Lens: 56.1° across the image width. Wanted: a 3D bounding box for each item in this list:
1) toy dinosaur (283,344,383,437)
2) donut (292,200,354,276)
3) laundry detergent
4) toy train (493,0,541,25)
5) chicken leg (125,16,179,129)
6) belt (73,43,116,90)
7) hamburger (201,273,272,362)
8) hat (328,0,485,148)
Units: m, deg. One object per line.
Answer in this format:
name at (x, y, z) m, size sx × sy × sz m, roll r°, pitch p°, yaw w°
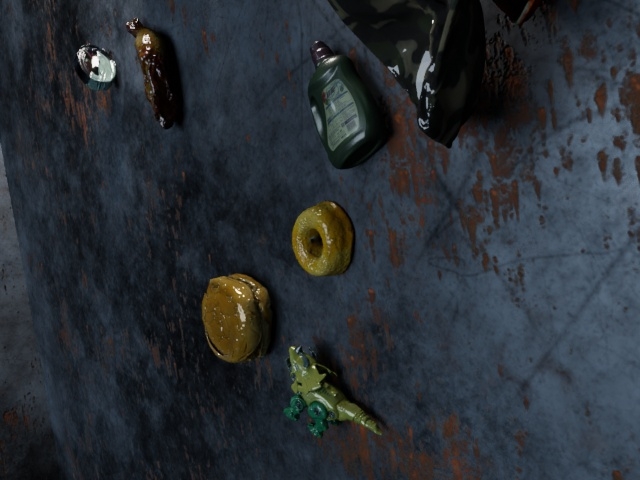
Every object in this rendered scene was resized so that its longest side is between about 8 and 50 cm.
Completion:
toy dinosaur at (0.017, 0.333, 1.226) m, size 0.259 × 0.094 × 0.153 m, roll 36°, pitch 129°, yaw 27°
donut at (0.000, 0.000, 1.179) m, size 0.151 × 0.058 × 0.152 m, roll 19°, pitch 116°, yaw 45°
laundry detergent at (0.028, -0.247, 1.068) m, size 0.144 × 0.078 × 0.222 m, roll -42°, pitch 69°, yaw 50°
toy train at (0.189, -0.466, 0.821) m, size 0.410 × 0.089 × 0.086 m, roll 58°, pitch 161°, yaw 20°
chicken leg at (-0.432, -0.440, 1.548) m, size 0.177 × 0.082 × 0.323 m, roll -8°, pitch 96°, yaw 64°
belt at (-0.661, -0.505, 1.764) m, size 0.058 × 0.105 × 0.140 m, roll -38°, pitch 77°, yaw 51°
hamburger at (-0.193, 0.185, 1.413) m, size 0.213 × 0.108 × 0.214 m, roll 7°, pitch 100°, yaw 47°
hat at (0.163, -0.332, 0.765) m, size 0.382 × 0.257 × 0.366 m, roll -51°, pitch 50°, yaw 37°
